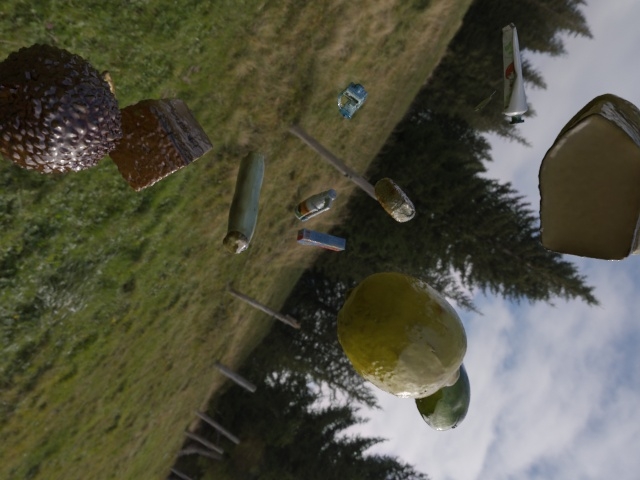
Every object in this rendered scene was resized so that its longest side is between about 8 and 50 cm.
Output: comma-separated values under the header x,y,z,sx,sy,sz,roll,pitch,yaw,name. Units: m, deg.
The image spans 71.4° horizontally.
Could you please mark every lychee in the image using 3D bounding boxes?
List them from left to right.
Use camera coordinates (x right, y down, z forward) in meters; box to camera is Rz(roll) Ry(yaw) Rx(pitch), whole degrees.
x,y,z,sx,sy,sz,roll,pitch,yaw,name
-0.514,-0.244,0.886,0.271,0.271,0.271,-57,178,-3,lychee

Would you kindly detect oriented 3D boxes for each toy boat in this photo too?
x,y,z,sx,sy,sz,roll,pitch,yaw,name
0.102,-0.511,1.660,0.102,0.088,0.215,-56,-170,-3,toy boat
0.316,-0.069,0.513,0.061,0.116,0.188,-25,115,-40,toy boat

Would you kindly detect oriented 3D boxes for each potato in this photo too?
x,y,z,sx,sy,sz,roll,pitch,yaw,name
0.304,0.349,1.139,0.186,0.149,0.253,72,8,-78,potato

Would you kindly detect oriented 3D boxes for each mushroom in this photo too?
x,y,z,sx,sy,sz,roll,pitch,yaw,name
-0.215,-0.111,1.287,0.100,0.081,0.311,-18,-123,46,mushroom

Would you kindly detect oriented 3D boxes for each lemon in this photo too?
x,y,z,sx,sy,sz,roll,pitch,yaw,name
0.175,0.204,0.971,0.261,0.283,0.260,-25,165,-7,lemon

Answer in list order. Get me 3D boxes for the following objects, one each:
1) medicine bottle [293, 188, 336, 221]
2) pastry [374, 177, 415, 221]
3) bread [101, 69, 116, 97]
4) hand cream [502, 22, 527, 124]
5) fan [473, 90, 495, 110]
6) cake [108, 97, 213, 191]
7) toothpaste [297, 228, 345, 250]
x,y,z,sx,sy,sz,roll,pitch,yaw,name
-0.022,-0.118,1.574,0.221,0.061,0.092,-24,-137,55,medicine bottle
0.293,-0.159,1.766,0.093,0.192,0.182,-42,143,17,pastry
-0.800,-0.479,1.563,0.252,0.133,0.174,-18,-149,33,bread
0.672,-0.578,1.558,0.121,0.076,0.335,-78,158,-76,hand cream
0.483,-0.409,1.296,0.083,0.004,0.056,-47,-166,-9,fan
-0.436,-0.286,1.248,0.196,0.198,0.293,-26,-164,18,cake
0.000,0.000,1.743,0.070,0.194,0.044,-17,-117,57,toothpaste
